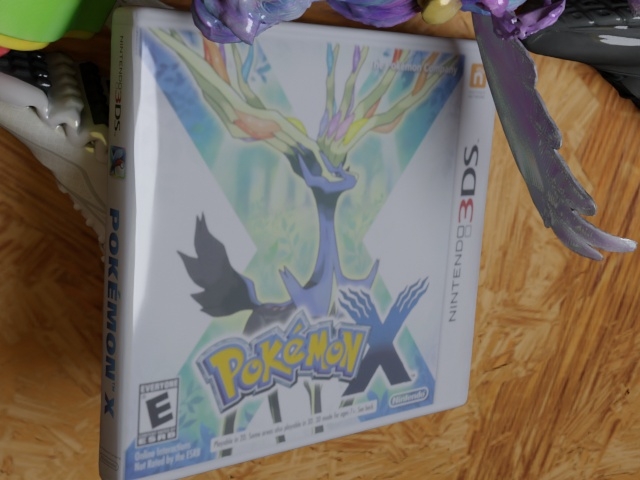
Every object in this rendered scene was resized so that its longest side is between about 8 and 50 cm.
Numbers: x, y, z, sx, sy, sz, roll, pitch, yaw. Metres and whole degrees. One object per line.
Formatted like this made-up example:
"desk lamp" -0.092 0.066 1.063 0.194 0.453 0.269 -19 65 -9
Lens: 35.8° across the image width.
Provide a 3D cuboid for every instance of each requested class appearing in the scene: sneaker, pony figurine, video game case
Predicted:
"sneaker" -0.132 -0.029 0.711 0.292 0.110 0.118 35 109 -30
"pony figurine" 0.094 -0.191 0.594 0.363 0.351 0.303 0 150 -20
"video game case" 0.000 0.000 0.704 0.329 0.036 0.300 -5 103 -40
"sneaker" 0.285 -0.140 0.803 0.286 0.109 0.130 2 122 -18

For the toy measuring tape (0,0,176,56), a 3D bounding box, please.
"toy measuring tape" -0.145 -0.143 0.619 0.330 0.121 0.121 27 104 -22
